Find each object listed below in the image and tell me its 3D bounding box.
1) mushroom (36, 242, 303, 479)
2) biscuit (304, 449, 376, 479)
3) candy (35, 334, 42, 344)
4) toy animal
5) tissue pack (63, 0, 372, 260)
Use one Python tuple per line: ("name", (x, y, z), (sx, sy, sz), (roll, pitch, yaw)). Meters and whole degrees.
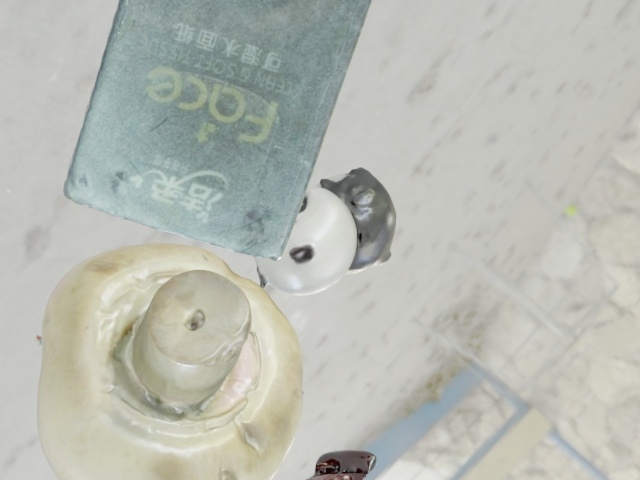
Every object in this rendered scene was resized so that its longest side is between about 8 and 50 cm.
("mushroom", (-0.196, 0.156, 1.366), (0.353, 0.325, 0.353), (-41, 141, -46))
("biscuit", (-0.018, 0.451, 1.992), (0.235, 0.063, 0.151), (-32, -168, -36))
("candy", (-0.395, 0.149, 1.671), (0.030, 0.083, 0.020), (35, 67, -43))
("toy animal", (-0.002, -0.008, 1.811), (0.235, 0.165, 0.187), (-22, 171, -43))
("tissue pack", (-0.079, -0.132, 0.894), (0.081, 0.185, 0.257), (-111, -141, -72))
